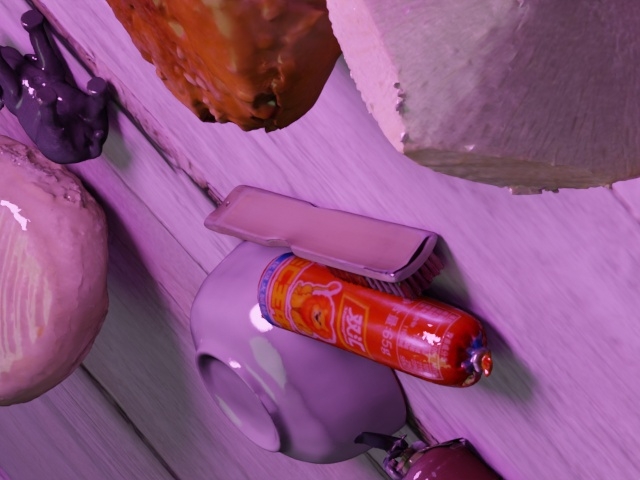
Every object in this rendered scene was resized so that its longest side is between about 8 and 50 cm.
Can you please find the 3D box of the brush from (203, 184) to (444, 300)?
[{"bbox_3d":[0.000,0.000,1.651,0.321,0.060,0.050,17,150,55],"label":"brush"}]

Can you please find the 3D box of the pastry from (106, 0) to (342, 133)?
[{"bbox_3d":[-0.081,-0.230,1.321,0.311,0.162,0.255,58,159,-18],"label":"pastry"}]

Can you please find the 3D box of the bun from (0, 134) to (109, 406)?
[{"bbox_3d":[-0.385,0.033,2.183,0.362,0.234,0.326,-14,89,37],"label":"bun"}]

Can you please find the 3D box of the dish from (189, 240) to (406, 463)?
[{"bbox_3d":[-0.041,0.127,1.843,0.256,0.117,0.256,41,155,24],"label":"dish"}]

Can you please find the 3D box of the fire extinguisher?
[{"bbox_3d":[0.148,0.267,1.710,0.269,0.105,0.105,43,156,22],"label":"fire extinguisher"}]

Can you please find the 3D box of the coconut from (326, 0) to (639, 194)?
[{"bbox_3d":[0.118,-0.140,0.927,0.245,0.245,0.247,53,-170,-2],"label":"coconut"}]

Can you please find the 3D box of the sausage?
[{"bbox_3d":[0.055,0.073,1.621,0.274,0.074,0.074,17,140,45],"label":"sausage"}]

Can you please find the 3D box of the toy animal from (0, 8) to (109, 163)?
[{"bbox_3d":[-0.318,-0.178,1.960,0.269,0.082,0.137,39,154,27],"label":"toy animal"}]
